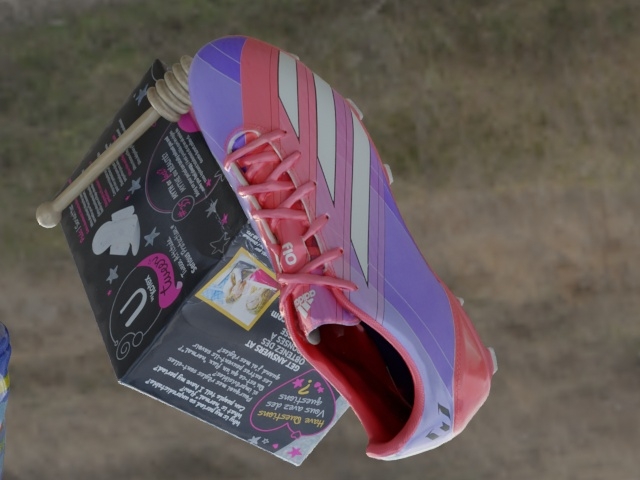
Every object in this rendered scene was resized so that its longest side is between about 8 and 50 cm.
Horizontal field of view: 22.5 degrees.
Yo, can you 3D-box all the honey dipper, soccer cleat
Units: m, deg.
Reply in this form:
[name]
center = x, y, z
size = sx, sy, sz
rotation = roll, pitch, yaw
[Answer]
[honey dipper]
center = -0.137, -0.062, 1.091
size = 0.161, 0.030, 0.030
rotation = -42, 154, 17
[soccer cleat]
center = 0.000, 0.000, 0.840
size = 0.083, 0.248, 0.095
rotation = -36, 176, 37

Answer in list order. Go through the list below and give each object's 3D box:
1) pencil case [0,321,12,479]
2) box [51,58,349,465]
[pencil case]
center = -0.202, 0.173, 0.667
size = 0.133, 0.306, 0.119
rotation = 13, -168, 28
[box]
center = -0.067, 0.013, 1.120
size = 0.163, 0.247, 0.142
rotation = 31, 106, -33
